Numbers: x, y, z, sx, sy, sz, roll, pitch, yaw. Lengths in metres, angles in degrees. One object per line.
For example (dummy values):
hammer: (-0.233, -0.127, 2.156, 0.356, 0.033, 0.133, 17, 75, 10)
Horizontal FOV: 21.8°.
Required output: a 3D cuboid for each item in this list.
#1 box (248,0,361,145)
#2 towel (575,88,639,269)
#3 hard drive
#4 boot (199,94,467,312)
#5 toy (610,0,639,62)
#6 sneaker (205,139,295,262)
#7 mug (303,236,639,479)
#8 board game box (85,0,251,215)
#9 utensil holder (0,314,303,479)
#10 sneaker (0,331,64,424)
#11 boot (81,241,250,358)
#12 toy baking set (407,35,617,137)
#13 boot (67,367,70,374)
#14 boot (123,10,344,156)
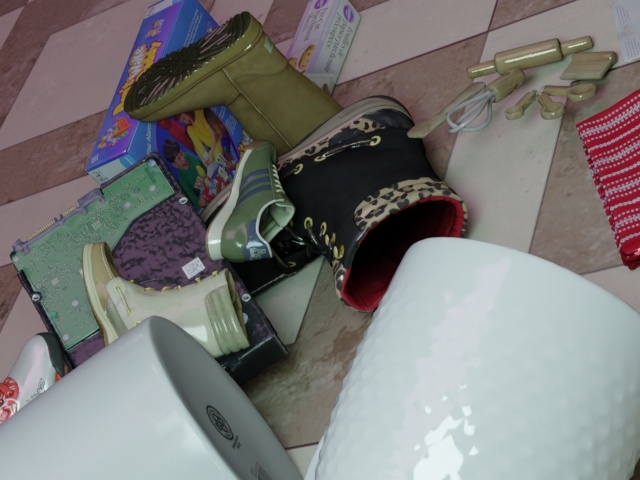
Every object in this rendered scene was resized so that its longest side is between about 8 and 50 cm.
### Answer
box: (-0.022, -0.231, 2.419, 0.067, 0.063, 0.324, -14, 42, 38)
towel: (0.389, -0.099, 1.826, 0.199, 0.031, 0.275, -32, 33, 17)
hard drive: (-0.218, 0.074, 2.036, 0.237, 0.064, 0.339, -34, 56, -3)
boot: (0.000, 0.000, 2.057, 0.377, 0.138, 0.284, -36, 31, 1)
toy: (0.463, -0.272, 1.927, 0.237, 0.056, 0.137, -25, 32, 19)
sneaker: (-0.067, -0.044, 2.010, 0.086, 0.064, 0.192, 5, 47, 21)
mug: (0.110, 0.207, 1.556, 0.374, 0.276, 0.328, -4, 55, 58)
board game box: (-0.185, -0.157, 2.353, 0.078, 0.233, 0.347, -21, 37, 32)
utensil holder: (-0.240, 0.309, 1.769, 0.385, 0.327, 0.327, -38, 31, 6)
sneaker: (-0.397, 0.234, 1.963, 0.090, 0.145, 0.270, 13, 91, 60)
boot: (-0.181, 0.067, 1.943, 0.165, 0.077, 0.213, -26, 60, 4)
toy baking set: (0.233, -0.190, 2.035, 0.256, 0.030, 0.197, -11, 26, 19)
boot: (-0.255, 0.238, 2.041, 0.295, 0.104, 0.211, -53, 40, -2)
boot: (-0.092, -0.150, 2.203, 0.236, 0.269, 0.089, -26, 37, 27)
